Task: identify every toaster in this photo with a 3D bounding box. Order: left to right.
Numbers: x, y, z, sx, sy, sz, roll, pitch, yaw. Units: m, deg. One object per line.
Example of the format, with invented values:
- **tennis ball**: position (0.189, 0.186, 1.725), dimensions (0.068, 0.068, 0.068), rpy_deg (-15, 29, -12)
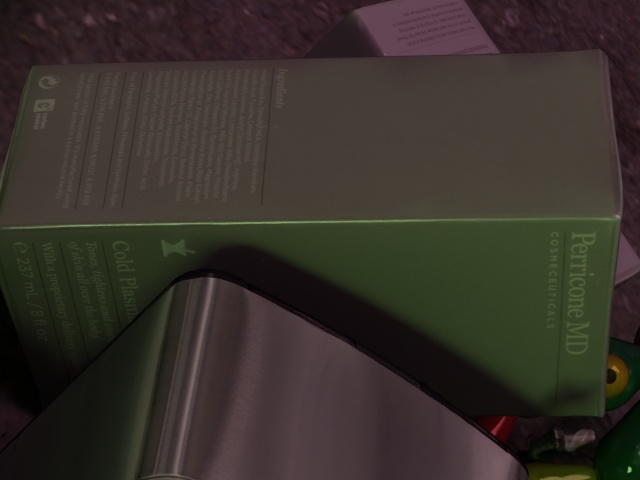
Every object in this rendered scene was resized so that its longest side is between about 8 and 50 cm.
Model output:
- **toaster**: position (-0.023, 0.113, 0.648), dimensions (0.168, 0.185, 0.110), rpy_deg (33, 36, -21)

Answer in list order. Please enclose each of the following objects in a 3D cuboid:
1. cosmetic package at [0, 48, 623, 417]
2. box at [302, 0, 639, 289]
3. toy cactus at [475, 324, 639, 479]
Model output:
- **cosmetic package**: position (0.000, 0.000, 0.717), dimensions (0.238, 0.127, 0.107), rpy_deg (0, 47, 8)
- **box**: position (0.048, -0.015, 0.867), dimensions (0.091, 0.130, 0.170), rpy_deg (-21, 76, -51)
- **toy cactus**: position (0.170, 0.089, 0.886), dimensions (0.219, 0.112, 0.180), rpy_deg (35, 75, -29)
